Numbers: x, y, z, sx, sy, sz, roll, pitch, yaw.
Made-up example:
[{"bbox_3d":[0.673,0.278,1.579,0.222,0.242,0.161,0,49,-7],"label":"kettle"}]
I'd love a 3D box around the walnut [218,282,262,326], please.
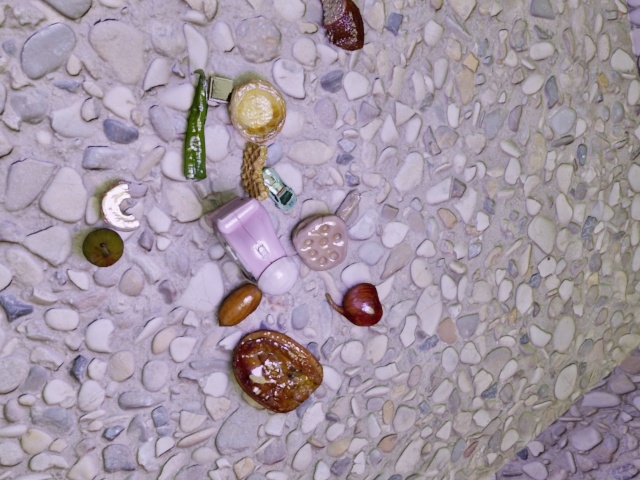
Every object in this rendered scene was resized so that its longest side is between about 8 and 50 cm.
[{"bbox_3d":[-0.293,0.239,1.907,0.207,0.116,0.116,-46,117,-2],"label":"walnut"}]

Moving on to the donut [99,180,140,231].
[{"bbox_3d":[-0.646,-0.104,1.678,0.108,0.065,0.166,-16,111,-27],"label":"donut"}]

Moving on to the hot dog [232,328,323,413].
[{"bbox_3d":[-0.155,0.496,2.001,0.267,0.174,0.387,-49,118,-5],"label":"hot dog"}]

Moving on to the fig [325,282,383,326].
[{"bbox_3d":[0.142,0.269,2.111,0.207,0.175,0.175,-16,109,-6],"label":"fig"}]

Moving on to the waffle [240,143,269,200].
[{"bbox_3d":[-0.217,-0.233,1.814,0.051,0.148,0.194,-4,104,-42],"label":"waffle"}]

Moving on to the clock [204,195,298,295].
[{"bbox_3d":[-0.224,0.022,1.772,0.183,0.342,0.326,-32,106,-10],"label":"clock"}]

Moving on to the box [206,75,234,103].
[{"bbox_3d":[-0.333,-0.497,1.753,0.079,0.035,0.084,3,100,-27],"label":"box"}]

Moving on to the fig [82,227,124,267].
[{"bbox_3d":[-0.655,0.024,1.609,0.124,0.236,0.125,-1,92,-27],"label":"fig"}]

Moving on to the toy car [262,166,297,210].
[{"bbox_3d":[-0.151,-0.184,1.906,0.093,0.058,0.186,-48,117,-11],"label":"toy car"}]

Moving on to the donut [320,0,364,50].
[{"bbox_3d":[0.087,-0.770,1.850,0.144,0.126,0.187,-8,106,-32],"label":"donut"}]

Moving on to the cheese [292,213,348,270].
[{"bbox_3d":[0.000,0.000,1.974,0.217,0.117,0.235,18,111,-18],"label":"cheese"}]

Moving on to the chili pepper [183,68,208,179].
[{"bbox_3d":[-0.406,-0.375,1.727,0.084,0.076,0.360,-10,112,-43],"label":"chili pepper"}]

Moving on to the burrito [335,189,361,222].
[{"bbox_3d":[0.100,-0.116,2.051,0.058,0.045,0.188,35,86,-29],"label":"burrito"}]

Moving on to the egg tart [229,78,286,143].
[{"bbox_3d":[-0.217,-0.436,1.795,0.212,0.090,0.213,-6,103,-26],"label":"egg tart"}]
